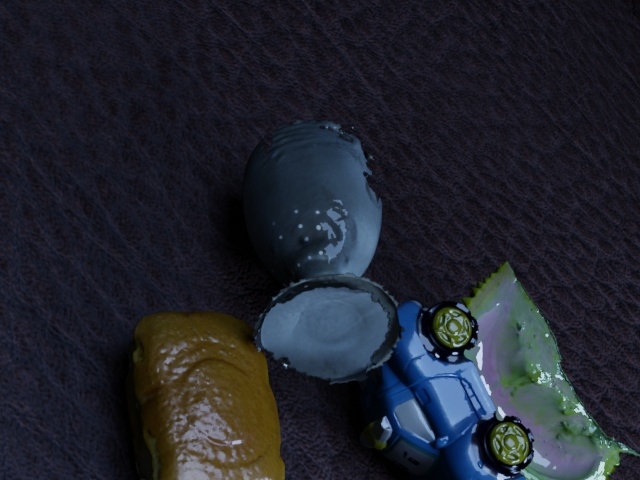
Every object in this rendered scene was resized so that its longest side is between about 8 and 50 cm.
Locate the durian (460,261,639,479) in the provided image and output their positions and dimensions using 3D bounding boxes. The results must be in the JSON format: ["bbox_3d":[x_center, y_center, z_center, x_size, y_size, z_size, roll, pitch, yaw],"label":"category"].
[{"bbox_3d":[0.284,0.217,1.647,0.352,0.169,0.158,58,35,-6],"label":"durian"}]

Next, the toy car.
[{"bbox_3d":[0.137,0.230,1.519,0.166,0.198,0.314,-20,77,-23],"label":"toy car"}]

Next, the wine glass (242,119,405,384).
[{"bbox_3d":[-0.005,0.003,1.493,0.190,0.190,0.357,27,33,-23],"label":"wine glass"}]

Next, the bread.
[{"bbox_3d":[-0.137,0.200,1.352,0.174,0.121,0.246,11,57,-36],"label":"bread"}]
